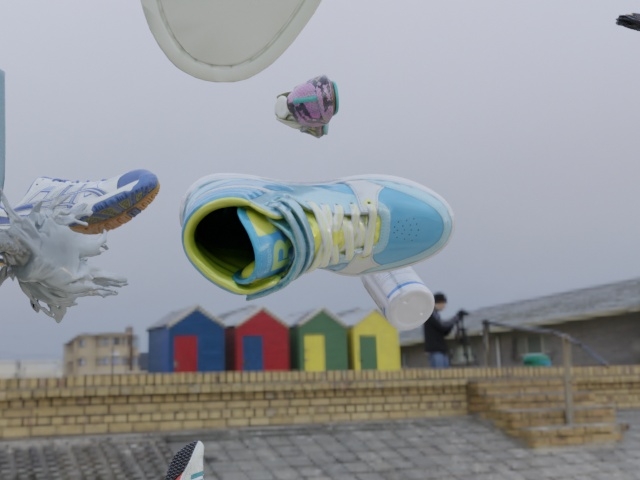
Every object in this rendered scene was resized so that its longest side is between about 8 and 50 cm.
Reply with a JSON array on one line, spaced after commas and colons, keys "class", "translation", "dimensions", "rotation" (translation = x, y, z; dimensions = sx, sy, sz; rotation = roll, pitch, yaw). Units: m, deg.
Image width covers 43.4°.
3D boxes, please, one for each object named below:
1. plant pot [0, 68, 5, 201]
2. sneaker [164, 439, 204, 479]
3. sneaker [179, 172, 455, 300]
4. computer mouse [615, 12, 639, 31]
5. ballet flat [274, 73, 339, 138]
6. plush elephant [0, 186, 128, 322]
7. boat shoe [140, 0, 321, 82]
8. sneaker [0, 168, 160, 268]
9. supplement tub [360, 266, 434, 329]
[{"class": "plant pot", "translation": [-0.504, -0.070, 0.885], "dimensions": [0.248, 0.252, 0.247], "rotation": [-10, -4, 9]}, {"class": "sneaker", "translation": [-0.223, 0.422, 1.371], "dimensions": [0.057, 0.161, 0.075], "rotation": [-27, -60, 31]}, {"class": "sneaker", "translation": [0.000, 0.000, 0.862], "dimensions": [0.319, 0.127, 0.208], "rotation": [0, 13, -2]}, {"class": "computer mouse", "translation": [0.477, -0.289, 1.067], "dimensions": [0.242, 0.041, 0.071], "rotation": [-6, 33, -38]}, {"class": "ballet flat", "translation": [-0.022, -0.175, 1.057], "dimensions": [0.079, 0.077, 0.221], "rotation": [-4, 4, -2]}, {"class": "plush elephant", "translation": [-0.305, 0.040, 0.404], "dimensions": [0.255, 0.272, 0.330], "rotation": [-30, -25, 32]}, {"class": "boat shoe", "translation": [-0.034, -0.243, 0.410], "dimensions": [0.116, 0.319, 0.099], "rotation": [4, 15, -13]}, {"class": "sneaker", "translation": [-0.417, -0.066, 1.333], "dimensions": [0.296, 0.131, 0.112], "rotation": [-26, -17, -3]}, {"class": "supplement tub", "translation": [0.104, 0.067, 1.102], "dimensions": [0.071, 0.071, 0.107], "rotation": [3, 28, -22]}]
